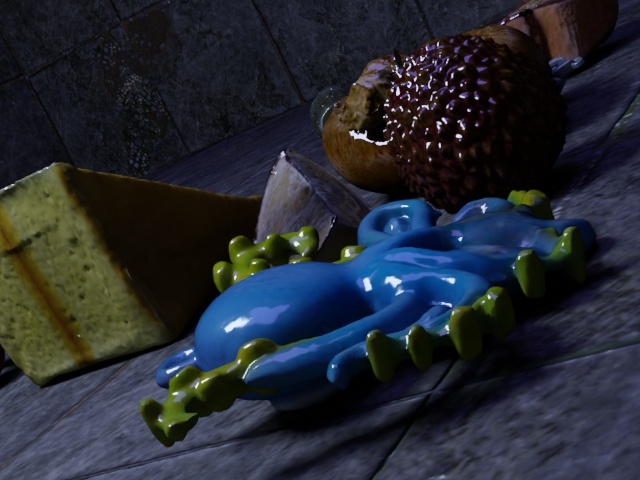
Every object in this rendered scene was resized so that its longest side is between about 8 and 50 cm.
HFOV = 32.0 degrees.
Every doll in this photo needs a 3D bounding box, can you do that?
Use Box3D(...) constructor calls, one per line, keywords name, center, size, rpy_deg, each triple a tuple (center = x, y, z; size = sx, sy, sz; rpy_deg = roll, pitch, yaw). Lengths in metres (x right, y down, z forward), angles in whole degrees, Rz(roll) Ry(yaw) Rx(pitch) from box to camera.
Box3D(name="doll", center=(0.260, -0.193, 1.465), size=(0.195, 0.070, 0.096), rpy_deg=(-28, 23, 35))
Box3D(name="doll", center=(0.041, 0.048, 0.814), size=(0.341, 0.099, 0.346), rpy_deg=(-14, 15, -4))

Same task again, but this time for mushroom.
Box3D(name="mushroom", center=(0.138, -0.155, 1.341), size=(0.297, 0.163, 0.278), rpy_deg=(-17, 5, 40))

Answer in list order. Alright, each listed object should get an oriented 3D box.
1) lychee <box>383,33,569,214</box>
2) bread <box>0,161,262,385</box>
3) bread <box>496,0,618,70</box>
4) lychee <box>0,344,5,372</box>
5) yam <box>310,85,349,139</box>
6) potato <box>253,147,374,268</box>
Box3D(name="lychee", center=(0.145, -0.114, 1.076), size=(0.188, 0.188, 0.188), rpy_deg=(-25, 11, 5))
Box3D(name="bread", center=(-0.229, -0.018, 1.349), size=(0.233, 0.245, 0.362), rpy_deg=(-21, 15, 31))
Box3D(name="bread", center=(0.335, -0.306, 1.680), size=(0.190, 0.123, 0.244), rpy_deg=(-19, 12, 45))
Box3D(name="lychee", center=(-0.466, 0.157, 1.418), size=(0.114, 0.101, 0.140), rpy_deg=(-4, 26, 36))
Box3D(name="yam", center=(0.034, -0.222, 2.048), size=(0.107, 0.107, 0.183), rpy_deg=(-26, 13, 2))
Box3D(name="potato", center=(0.002, 0.002, 1.164), size=(0.120, 0.100, 0.261), rpy_deg=(-63, 21, 13))
